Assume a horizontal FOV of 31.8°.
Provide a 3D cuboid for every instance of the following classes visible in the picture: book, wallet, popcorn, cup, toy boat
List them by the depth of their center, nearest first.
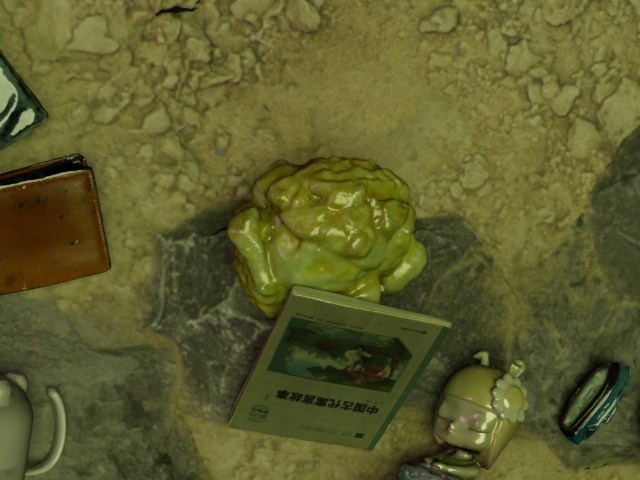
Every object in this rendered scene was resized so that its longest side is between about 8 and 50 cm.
[{"bbox_3d":[-0.368,-0.014,1.396,0.196,0.042,0.161,-15,124,-13],"label":"wallet"},{"bbox_3d":[-0.406,0.235,1.398,0.174,0.134,0.142,11,91,-10],"label":"cup"},{"bbox_3d":[0.000,0.000,1.403,0.255,0.195,0.256,25,127,-36],"label":"popcorn"},{"bbox_3d":[0.019,0.170,1.437,0.215,0.025,0.282,12,134,-12],"label":"book"},{"bbox_3d":[0.392,0.229,1.588,0.061,0.060,0.137,35,87,-37],"label":"toy boat"}]

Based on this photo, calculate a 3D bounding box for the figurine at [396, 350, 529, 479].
[{"bbox_3d":[0.182,0.340,1.520,0.274,0.227,0.394,33,76,-42],"label":"figurine"}]

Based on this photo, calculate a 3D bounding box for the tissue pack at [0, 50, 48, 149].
[{"bbox_3d":[-0.512,-0.214,1.350,0.228,0.103,0.315,-35,101,-6],"label":"tissue pack"}]
